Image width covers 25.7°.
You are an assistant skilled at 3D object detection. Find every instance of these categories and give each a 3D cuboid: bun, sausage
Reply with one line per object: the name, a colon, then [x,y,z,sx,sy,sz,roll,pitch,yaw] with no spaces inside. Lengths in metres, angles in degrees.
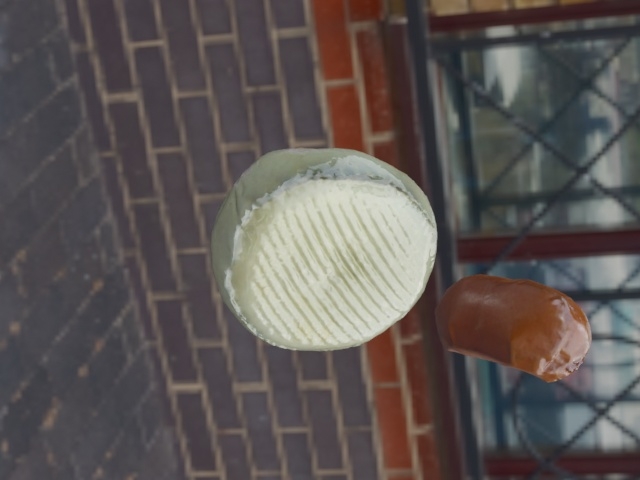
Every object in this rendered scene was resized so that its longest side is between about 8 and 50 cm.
bun: [0.000,0.000,1.709,0.146,0.287,0.287,-115,-170,-56]
sausage: [0.263,0.115,1.927,0.133,0.258,0.133,-6,100,-35]
